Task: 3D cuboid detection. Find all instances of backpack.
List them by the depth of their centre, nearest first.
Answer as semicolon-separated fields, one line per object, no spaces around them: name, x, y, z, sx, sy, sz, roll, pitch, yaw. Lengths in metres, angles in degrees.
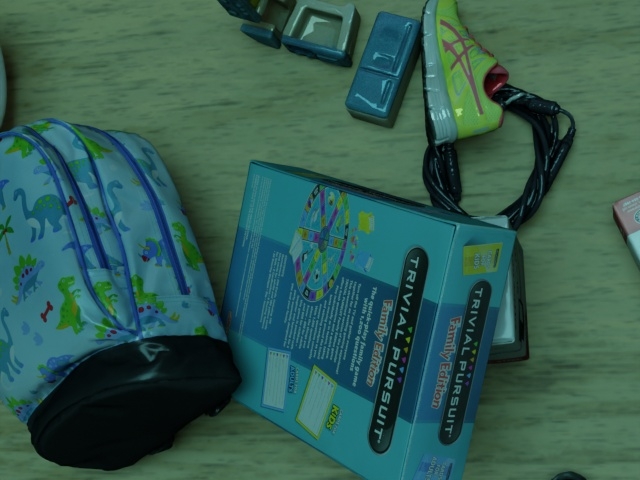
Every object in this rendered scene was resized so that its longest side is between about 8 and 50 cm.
backpack;-0.256;0.036;1.279;0.290;0.273;0.355;-36;49;42

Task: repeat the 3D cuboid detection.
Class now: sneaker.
sneaker;0.157;-0.187;1.288;0.094;0.081;0.208;-4;56;5

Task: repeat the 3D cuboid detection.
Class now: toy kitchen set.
toy kitchen set;-0.010;-0.229;1.307;0.207;0.166;0.122;17;84;17

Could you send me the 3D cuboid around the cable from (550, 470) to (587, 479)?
cable;0.296;0.343;1.190;0.287;0.072;0.139;32;71;6

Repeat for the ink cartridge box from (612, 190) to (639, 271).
ink cartridge box;0.394;0.032;1.205;0.115;0.067;0.198;-24;73;9

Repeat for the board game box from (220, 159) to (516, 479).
board game box;0.026;0.075;1.165;0.336;0.079;0.253;21;102;51

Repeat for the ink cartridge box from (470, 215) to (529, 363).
ink cartridge box;0.168;0.055;1.201;0.072;0.175;0.127;-4;78;14

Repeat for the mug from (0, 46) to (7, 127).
mug;-0.563;-0.197;1.338;0.328;0.374;0.276;-3;73;7

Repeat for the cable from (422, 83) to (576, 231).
cable;0.184;-0.087;1.292;0.151;0.047;0.184;28;87;18
